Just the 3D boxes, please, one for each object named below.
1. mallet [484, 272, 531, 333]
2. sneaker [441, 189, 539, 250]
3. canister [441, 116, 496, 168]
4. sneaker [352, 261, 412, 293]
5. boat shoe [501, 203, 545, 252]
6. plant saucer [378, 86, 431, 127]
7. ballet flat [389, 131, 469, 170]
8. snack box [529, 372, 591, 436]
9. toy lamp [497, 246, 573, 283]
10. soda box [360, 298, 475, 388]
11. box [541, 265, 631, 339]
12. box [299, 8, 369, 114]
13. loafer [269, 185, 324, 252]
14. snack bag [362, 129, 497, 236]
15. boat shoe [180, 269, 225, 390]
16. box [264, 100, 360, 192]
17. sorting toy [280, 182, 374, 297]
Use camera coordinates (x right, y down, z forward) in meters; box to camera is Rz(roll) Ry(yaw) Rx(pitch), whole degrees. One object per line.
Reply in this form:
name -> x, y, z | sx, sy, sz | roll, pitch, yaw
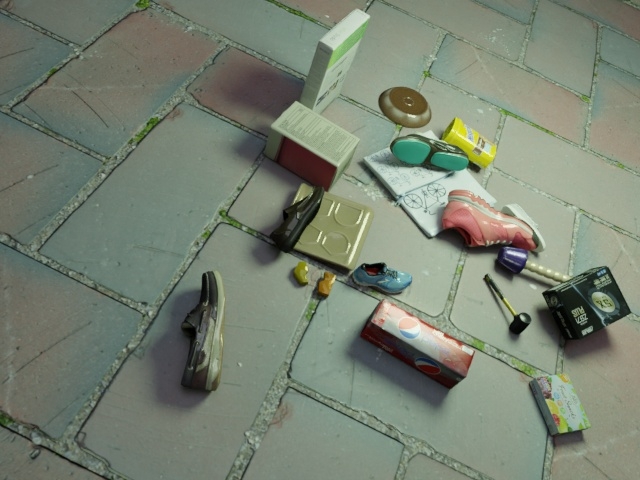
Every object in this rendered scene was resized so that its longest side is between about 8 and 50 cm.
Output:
mallet -> 0.513, 0.176, 1.514 | 0.039, 0.062, 0.190 | -10, 45, -24
sneaker -> 0.496, -0.026, 1.617 | 0.313, 0.116, 0.136 | 27, 81, -6
canister -> 0.496, -0.324, 1.805 | 0.170, 0.073, 0.126 | 32, 39, -4
sneaker -> 0.170, 0.094, 1.439 | 0.162, 0.073, 0.063 | 7, 55, -12
boat shoe -> 0.643, -0.043, 1.686 | 0.063, 0.066, 0.184 | -19, 54, -26
plant saucer -> 0.302, -0.476, 1.894 | 0.198, 0.036, 0.199 | 8, 54, -12
ballet flat -> 0.334, -0.284, 1.701 | 0.280, 0.095, 0.096 | 12, 42, -22
snack box -> 0.606, 0.414, 1.371 | 0.100, 0.037, 0.141 | -2, 57, -20
toy lamp -> 0.653, 0.088, 1.585 | 0.274, 0.080, 0.080 | 20, 53, -4
soda box -> 0.238, 0.254, 1.337 | 0.263, 0.092, 0.083 | 31, 54, 5
box -> 0.736, 0.173, 1.501 | 0.180, 0.077, 0.147 | -22, 83, -12
box -> 0.029, -0.520, 1.664 | 0.058, 0.322, 0.232 | 34, 53, 4
loafer -> -0.061, -0.071, 1.436 | 0.078, 0.080, 0.220 | 30, 60, 6
snack bag -> 0.348, -0.187, 1.709 | 0.323, 0.037, 0.343 | -24, 66, -29
boat shoe -> -0.268, 0.195, 1.225 | 0.092, 0.103, 0.285 | 6, 61, -19
box -> -0.027, -0.276, 1.601 | 0.232, 0.127, 0.149 | 32, 54, 7
sorting toy -> 0.000, 0.000, 1.480 | 0.229, 0.041, 0.307 | 22, 60, 2
